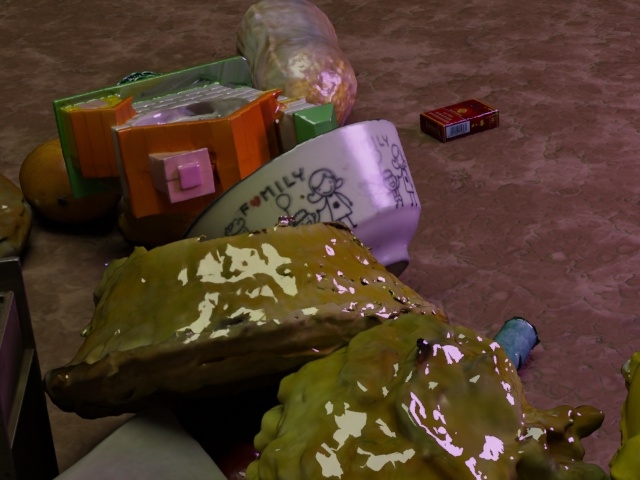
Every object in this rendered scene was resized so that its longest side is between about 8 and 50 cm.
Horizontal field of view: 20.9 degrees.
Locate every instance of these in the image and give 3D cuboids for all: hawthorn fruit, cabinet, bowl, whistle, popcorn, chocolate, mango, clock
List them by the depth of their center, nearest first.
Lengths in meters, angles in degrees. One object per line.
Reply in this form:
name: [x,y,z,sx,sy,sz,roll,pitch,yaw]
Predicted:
popcorn: [0.079,0.160,1.237,0.266,0.192,0.233,-4,40,-2]
cabinet: [-0.295,0.149,1.328,0.148,0.215,0.175,-5,26,0]
hawthorn fruit: [-0.071,0.205,1.347,0.093,0.081,0.081,-33,24,10]
whistle: [0.145,0.125,1.507,0.039,0.039,0.186,7,28,23]
bowl: [0.000,0.000,1.633,0.238,0.238,0.126,-24,76,-35]
clock: [-0.122,-0.103,1.740,0.220,0.106,0.255,-16,16,-21]
mango: [-0.281,-0.072,1.928,0.115,0.089,0.165,-23,27,-32]
chocolate: [-0.035,-0.219,2.143,0.134,0.134,0.309,-7,26,-5]

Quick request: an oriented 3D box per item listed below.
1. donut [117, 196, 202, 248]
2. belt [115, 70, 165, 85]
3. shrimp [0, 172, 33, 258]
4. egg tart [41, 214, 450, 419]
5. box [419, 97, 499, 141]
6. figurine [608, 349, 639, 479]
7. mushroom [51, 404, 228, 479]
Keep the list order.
donut: [-0.133,-0.051,1.885,0.178,0.065,0.162,-10,27,-13]
belt: [-0.196,-0.138,2.075,0.121,0.079,0.151,0,36,-13]
shrimp: [-0.514,-0.030,1.908,0.445,0.085,0.272,23,42,37]
egg tart: [-0.066,0.060,1.417,0.345,0.132,0.345,-10,-5,-1]
box: [0.167,-0.144,2.076,0.082,0.023,0.051,-17,30,-24]
figurine: [0.374,0.145,1.214,0.340,0.231,0.323,6,26,8]
mushroom: [-0.189,0.254,1.180,0.154,0.137,0.407,44,41,11]
